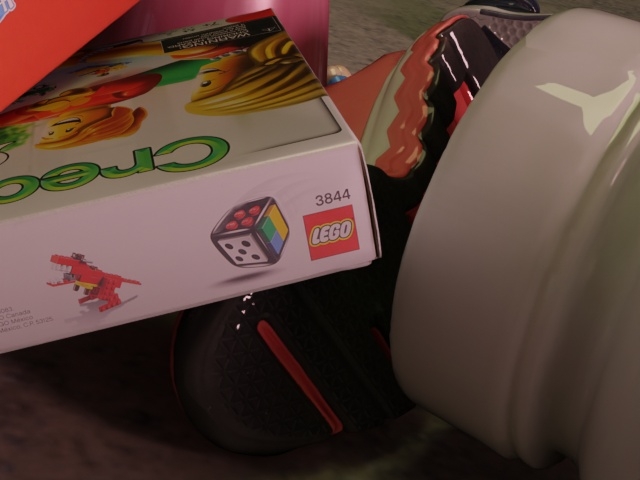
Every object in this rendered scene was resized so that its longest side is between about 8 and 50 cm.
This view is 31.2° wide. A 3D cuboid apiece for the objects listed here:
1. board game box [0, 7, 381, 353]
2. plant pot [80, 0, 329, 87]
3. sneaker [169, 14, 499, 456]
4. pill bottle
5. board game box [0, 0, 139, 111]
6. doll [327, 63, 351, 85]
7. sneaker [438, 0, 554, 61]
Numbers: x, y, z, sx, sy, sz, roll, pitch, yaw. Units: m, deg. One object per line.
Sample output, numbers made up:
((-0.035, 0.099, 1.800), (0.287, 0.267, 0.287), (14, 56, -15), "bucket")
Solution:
((-0.147, -0.017, 0.458), (0.305, 0.053, 0.193), (-14, 27, -6), "board game box")
((-0.075, -0.123, 0.734), (0.201, 0.180, 0.201), (12, 23, -5), "plant pot")
((0.000, 0.000, 0.586), (0.136, 0.116, 0.314), (-14, 25, 36), "sneaker")
((0.236, 0.063, 0.411), (0.392, 0.224, 0.224), (26, 25, 28), "pill bottle")
((-0.167, -0.165, 0.577), (0.242, 0.064, 0.316), (6, 39, 31), "board game box")
((0.039, -0.076, 0.830), (0.129, 0.046, 0.189), (47, 6, -20), "doll")
((0.269, -0.247, 1.374), (0.226, 0.086, 0.163), (19, 25, 14), "sneaker")
